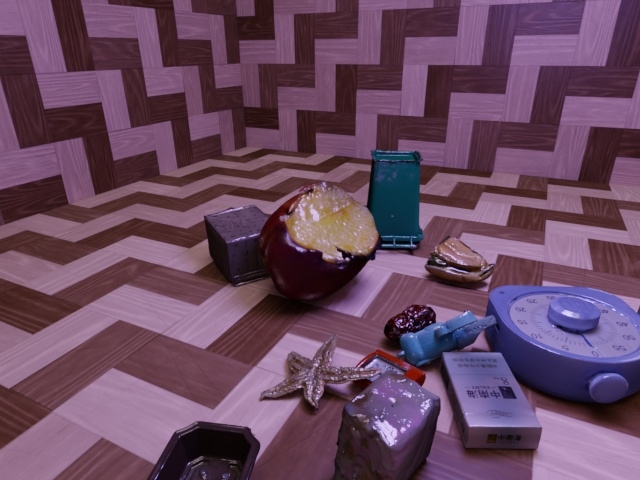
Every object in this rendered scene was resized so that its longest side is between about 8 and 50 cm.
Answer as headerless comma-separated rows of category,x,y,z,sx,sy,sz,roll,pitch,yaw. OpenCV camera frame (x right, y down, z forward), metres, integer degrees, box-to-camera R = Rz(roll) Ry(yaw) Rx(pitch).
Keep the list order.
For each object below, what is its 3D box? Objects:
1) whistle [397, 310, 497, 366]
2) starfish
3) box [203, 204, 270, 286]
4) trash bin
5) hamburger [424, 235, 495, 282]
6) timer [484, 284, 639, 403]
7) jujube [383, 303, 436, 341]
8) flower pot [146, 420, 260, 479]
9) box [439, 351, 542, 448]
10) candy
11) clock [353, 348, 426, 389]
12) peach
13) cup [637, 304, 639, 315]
whistle,0.330,0.256,1.137,0.274,0.186,0.093,-20,67,-3
starfish,-0.001,0.313,1.075,0.296,0.047,0.231,-15,26,6
box,-0.288,0.009,1.643,0.225,0.190,0.297,-15,27,-26
trash bin,0.298,-0.168,1.793,0.260,0.380,0.295,0,24,3
hamburger,0.492,0.100,1.536,0.208,0.135,0.155,32,54,29
timer,0.644,0.246,1.111,0.396,0.173,0.395,1,24,0
jujube,0.251,0.238,1.230,0.166,0.104,0.104,-14,27,-20
flower pot,-0.214,0.451,0.769,0.179,0.084,0.250,3,23,9
box,0.377,0.357,0.992,0.156,0.067,0.242,-1,24,3
candy,0.128,0.375,0.832,0.137,0.184,0.195,25,30,36
clock,0.159,0.337,1.048,0.113,0.061,0.155,-29,32,-33
peach,0.000,0.000,1.438,0.417,0.339,0.353,-31,-12,-10
cup,0.922,0.227,1.186,0.120,0.141,0.120,-2,25,1
